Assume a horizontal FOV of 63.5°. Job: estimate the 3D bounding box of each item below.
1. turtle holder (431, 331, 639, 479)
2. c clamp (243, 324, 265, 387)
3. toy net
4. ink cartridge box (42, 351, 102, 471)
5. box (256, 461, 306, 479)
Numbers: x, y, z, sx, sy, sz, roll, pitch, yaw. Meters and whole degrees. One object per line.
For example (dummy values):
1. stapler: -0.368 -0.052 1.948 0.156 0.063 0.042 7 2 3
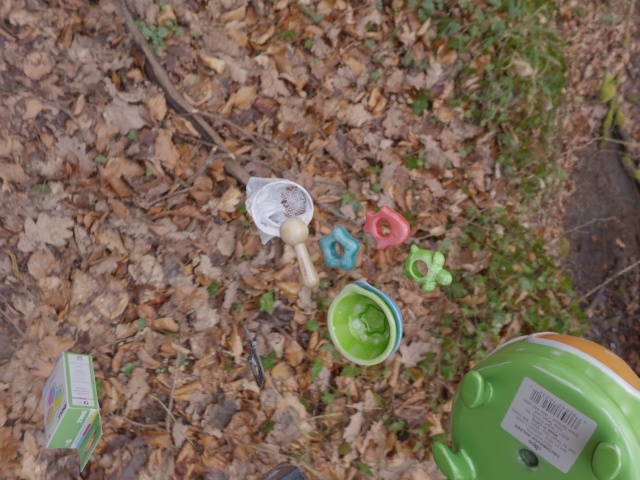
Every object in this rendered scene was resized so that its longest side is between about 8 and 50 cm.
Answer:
1. turtle holder: 0.313 0.274 0.681 0.228 0.244 0.319 -19 101 -42
2. c clamp: -0.173 0.313 1.361 0.022 0.160 0.137 -18 59 -22
3. toy net: 0.000 0.000 0.476 0.232 0.122 0.045 41 31 24
4. ink cartridge box: -0.487 0.329 1.007 0.062 0.209 0.108 20 111 -39
5. box: -0.111 0.594 1.177 0.156 0.158 0.093 -27 82 -25
